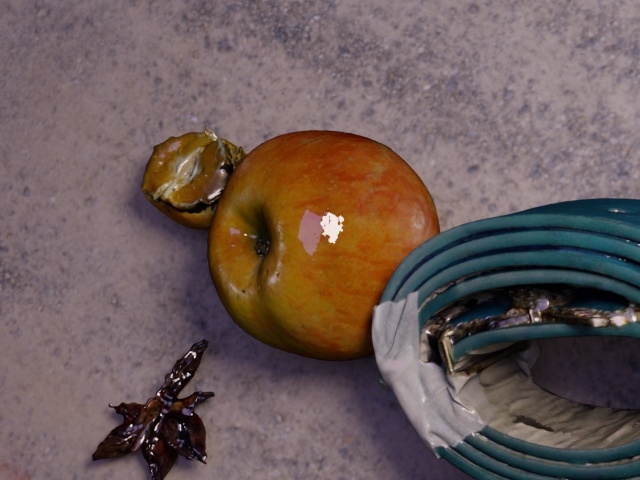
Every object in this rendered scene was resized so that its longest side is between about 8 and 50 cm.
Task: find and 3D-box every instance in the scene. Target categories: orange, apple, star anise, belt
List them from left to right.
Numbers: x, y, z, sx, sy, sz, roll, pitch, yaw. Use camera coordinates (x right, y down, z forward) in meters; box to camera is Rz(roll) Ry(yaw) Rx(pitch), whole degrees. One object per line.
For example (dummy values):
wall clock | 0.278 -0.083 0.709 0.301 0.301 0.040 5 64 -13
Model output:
star anise | -0.201 0.246 1.489 0.212 0.053 0.157 -34 64 4
orange | -0.161 -0.077 1.551 0.160 0.112 0.170 -12 36 21
apple | 0.000 0.000 1.381 0.301 0.301 0.302 -6 71 18
belt | 0.264 0.113 1.178 0.436 0.173 0.300 -3 96 44

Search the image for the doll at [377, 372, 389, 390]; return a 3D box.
doll | 0.143 0.191 1.374 0.150 0.077 0.115 34 41 21
